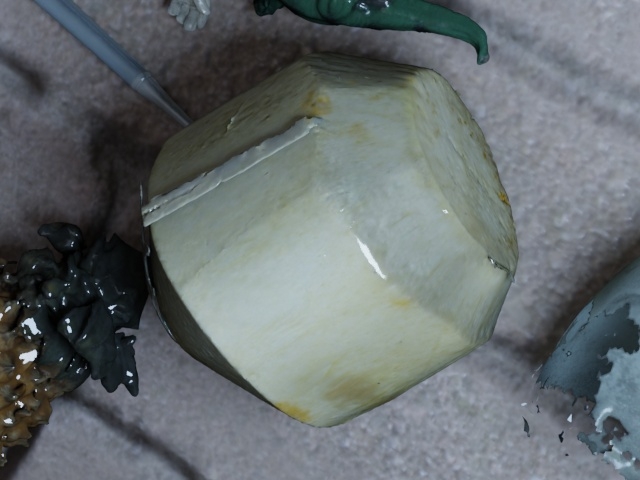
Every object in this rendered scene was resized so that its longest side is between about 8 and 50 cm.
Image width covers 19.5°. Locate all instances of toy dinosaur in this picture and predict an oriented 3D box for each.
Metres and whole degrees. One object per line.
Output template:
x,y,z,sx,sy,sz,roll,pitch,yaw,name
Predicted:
0.024,-0.240,1.619,0.292,0.079,0.120,14,107,20,toy dinosaur

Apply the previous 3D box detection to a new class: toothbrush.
-0.185,-0.160,1.729,0.342,0.025,0.030,45,111,8,toothbrush

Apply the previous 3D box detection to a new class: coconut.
0.000,0.000,1.551,0.323,0.323,0.323,3,98,19,coconut

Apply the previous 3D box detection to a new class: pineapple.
-0.284,0.094,1.716,0.357,0.223,0.223,-23,89,9,pineapple

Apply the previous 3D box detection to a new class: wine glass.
0.328,0.052,1.498,0.190,0.190,0.357,39,103,11,wine glass

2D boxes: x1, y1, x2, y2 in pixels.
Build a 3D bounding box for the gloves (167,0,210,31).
-0.120,-0.229,1.688,0.044,0.037,0.081,28,127,50,gloves
